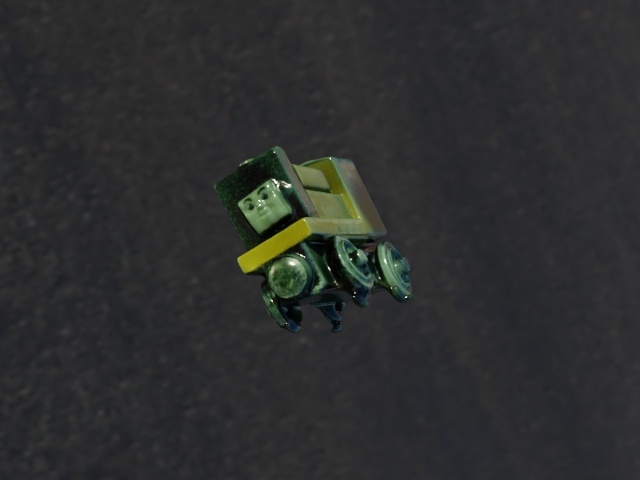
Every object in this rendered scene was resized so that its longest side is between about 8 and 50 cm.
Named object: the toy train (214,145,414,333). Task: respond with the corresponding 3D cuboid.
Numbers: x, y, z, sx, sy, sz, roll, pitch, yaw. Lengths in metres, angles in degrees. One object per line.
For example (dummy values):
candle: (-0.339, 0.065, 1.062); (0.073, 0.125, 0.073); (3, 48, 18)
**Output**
toy train: (0.000, 0.000, 0.834); (0.081, 0.050, 0.122); (65, 17, 10)
